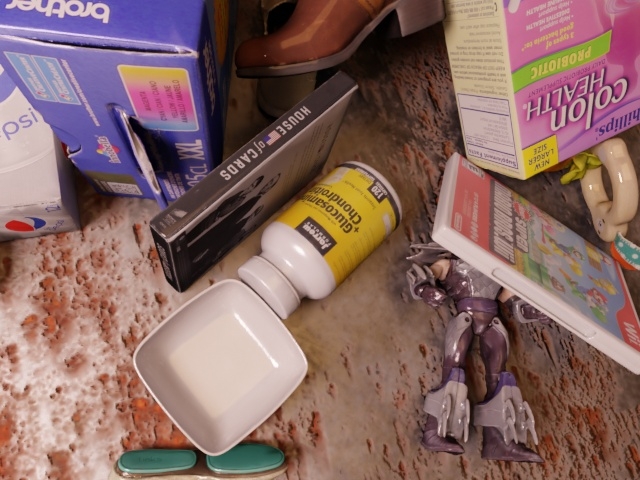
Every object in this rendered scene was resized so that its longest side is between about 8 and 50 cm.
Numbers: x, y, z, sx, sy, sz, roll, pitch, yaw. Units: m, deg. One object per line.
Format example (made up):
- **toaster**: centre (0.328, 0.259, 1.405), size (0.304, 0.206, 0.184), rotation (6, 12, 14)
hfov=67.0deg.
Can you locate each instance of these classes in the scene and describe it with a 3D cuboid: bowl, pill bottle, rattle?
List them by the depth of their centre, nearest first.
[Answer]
- **bowl**: centre (-0.102, 0.127, 0.506), size (0.142, 0.053, 0.142), rotation (-39, 86, -22)
- **pill bottle**: centre (0.000, 0.000, 0.546), size (0.103, 0.103, 0.184), rotation (46, 67, 2)
- **rattle**: centre (0.367, -0.037, 0.678), size (0.143, 0.130, 0.199), rotation (-15, 104, -8)

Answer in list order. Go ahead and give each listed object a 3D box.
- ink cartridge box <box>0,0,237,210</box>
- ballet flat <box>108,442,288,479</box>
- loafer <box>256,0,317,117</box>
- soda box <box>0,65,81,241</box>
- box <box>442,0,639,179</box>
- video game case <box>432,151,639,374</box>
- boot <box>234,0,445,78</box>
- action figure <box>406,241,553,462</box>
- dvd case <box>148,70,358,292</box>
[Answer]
- **ink cartridge box**: centre (-0.167, -0.212, 0.479), size (0.151, 0.270, 0.395), rotation (5, 72, -7)
- **ballet flat**: centre (-0.117, 0.233, 0.476), size (0.168, 0.057, 0.052), rotation (4, 100, -10)
- **loafer**: centre (-0.029, -0.293, 0.638), size (0.102, 0.092, 0.268), rotation (5, 73, -15)
- **soda box**: centre (-0.327, -0.150, 0.511), size (0.091, 0.098, 0.286), rotation (-10, 76, -18)
- **box**: centre (0.288, -0.236, 0.611), size (0.214, 0.117, 0.242), rotation (-25, 118, -11)
- **video game case**: centre (0.271, 0.014, 0.604), size (0.285, 0.025, 0.204), rotation (33, 37, -4)
- **boot**: centre (-0.009, -0.324, 0.480), size (0.264, 0.096, 0.280), rotation (-25, 114, -8)
- **action figure**: centre (0.187, 0.102, 0.569), size (0.186, 0.099, 0.284), rotation (8, 66, -2)
- **dvd case**: centre (-0.067, -0.053, 0.504), size (0.029, 0.179, 0.239), rotation (43, 67, 5)
